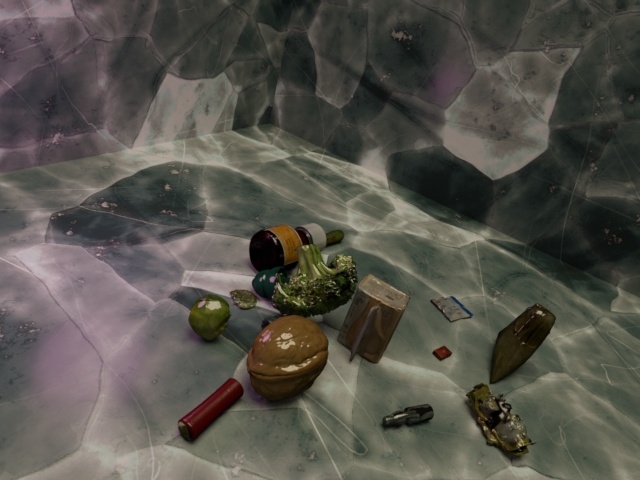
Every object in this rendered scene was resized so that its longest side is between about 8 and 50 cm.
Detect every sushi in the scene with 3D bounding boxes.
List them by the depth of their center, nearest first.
[{"bbox_3d":[0.677,0.686,1.668,0.139,0.131,0.291,-1,43,-31],"label":"sushi"}]

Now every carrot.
[{"bbox_3d":[0.000,0.000,2.510,0.358,0.074,0.074,-15,43,-40],"label":"carrot"}]

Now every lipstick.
[{"bbox_3d":[-0.355,0.550,1.427,0.080,0.080,0.241,30,33,21],"label":"lipstick"}]

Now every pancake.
[{"bbox_3d":[-0.344,0.260,1.959,0.116,0.022,0.129,0,34,-30],"label":"pancake"}]

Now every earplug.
[{"bbox_3d":[-0.193,0.246,1.976,0.280,0.257,0.164,10,-10,20],"label":"earplug"}]

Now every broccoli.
[{"bbox_3d":[-0.010,0.185,1.815,0.338,0.317,0.277,16,-2,19],"label":"broccoli"}]

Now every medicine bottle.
[{"bbox_3d":[-0.157,0.032,2.232,0.242,0.242,0.395,36,30,29],"label":"medicine bottle"}]

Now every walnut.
[{"bbox_3d":[-0.120,0.417,1.560,0.313,0.277,0.252,-14,52,-43],"label":"walnut"}]

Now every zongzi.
[{"bbox_3d":[0.896,0.467,1.955,0.160,0.323,0.360,39,40,19],"label":"zongzi"}]

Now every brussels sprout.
[{"bbox_3d":[-0.439,0.295,1.694,0.145,0.183,0.131,26,20,-27],"label":"brussels sprout"}]

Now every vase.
[{"bbox_3d":[0.322,0.652,1.610,0.211,0.060,0.060,1,34,-26],"label":"vase"}]

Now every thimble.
[{"bbox_3d":[-0.175,0.372,1.765,0.090,0.118,0.135,-8,38,-34],"label":"thimble"}]

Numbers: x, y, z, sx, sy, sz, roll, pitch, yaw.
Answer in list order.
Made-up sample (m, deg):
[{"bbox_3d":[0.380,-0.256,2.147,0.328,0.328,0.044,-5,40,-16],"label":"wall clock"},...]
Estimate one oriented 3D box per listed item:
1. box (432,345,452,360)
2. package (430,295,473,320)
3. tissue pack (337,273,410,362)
[{"bbox_3d":[0.558,0.515,1.987,0.082,0.023,0.051,-10,41,-37],"label":"box"},{"bbox_3d":[0.700,0.358,2.312,0.173,0.027,0.171,-3,32,-31],"label":"package"},{"bbox_3d":[0.204,0.343,1.812,0.238,0.305,0.238,15,29,-8],"label":"tissue pack"}]
